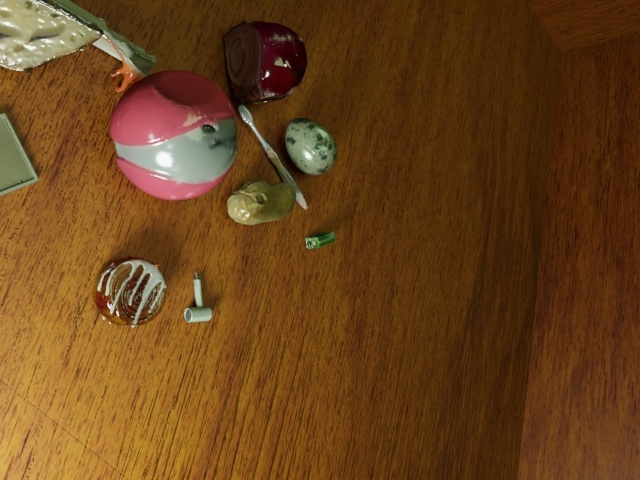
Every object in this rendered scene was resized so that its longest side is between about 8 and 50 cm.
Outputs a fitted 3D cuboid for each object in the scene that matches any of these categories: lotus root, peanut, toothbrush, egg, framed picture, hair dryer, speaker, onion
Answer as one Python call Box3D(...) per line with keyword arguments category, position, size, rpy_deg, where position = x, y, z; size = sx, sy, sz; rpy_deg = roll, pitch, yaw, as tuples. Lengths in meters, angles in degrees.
Box3D(category="lotus root", position=(-0.588, -0.421, 1.138), size=(0.261, 0.074, 0.170), rpy_deg=(31, 101, -31))
Box3D(category="peanut", position=(-0.152, -0.109, 1.585), size=(0.236, 0.110, 0.120), rpy_deg=(-19, 86, -47))
Box3D(category="toothbrush", position=(-0.132, -0.235, 1.675), size=(0.375, 0.028, 0.037), rpy_deg=(57, 8, -26))
Box3D(category="egg", position=(-0.030, -0.279, 1.708), size=(0.182, 0.141, 0.141), rpy_deg=(54, 50, -14))
Box3D(category="framed picture", position=(-0.670, -0.147, 1.116), size=(0.203, 0.015, 0.150), rpy_deg=(-37, 112, -43))
Box3D(category="hair dryer", position=(-0.309, 0.141, 1.449), size=(0.063, 0.038, 0.124), rpy_deg=(1, 79, -46))
Box3D(category="speaker", position=(-0.325, -0.229, 1.327), size=(0.294, 0.294, 0.294), rpy_deg=(7, 81, -46))
Box3D(category="onion", position=(-0.127, -0.489, 1.580), size=(0.207, 0.206, 0.216), rpy_deg=(-13, 95, -46))

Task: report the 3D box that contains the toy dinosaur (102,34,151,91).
Box3D(category="toy dinosaur", position=(-0.436, -0.380, 1.326), size=(0.279, 0.101, 0.055), rpy_deg=(32, 52, -52))

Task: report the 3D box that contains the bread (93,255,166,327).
Box3D(category="bread", position=(-0.425, 0.113, 1.300), size=(0.160, 0.073, 0.160), rpy_deg=(7, 80, -45))

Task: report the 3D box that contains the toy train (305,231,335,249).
Box3D(category="toy train", position=(0.000, 0.000, 1.767), size=(0.093, 0.056, 0.038), rpy_deg=(-20, 101, -45))

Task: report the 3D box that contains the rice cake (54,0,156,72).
Box3D(category="rice cake", position=(-0.489, -0.463, 1.308), size=(0.256, 0.057, 0.052), rpy_deg=(25, 70, -42))
